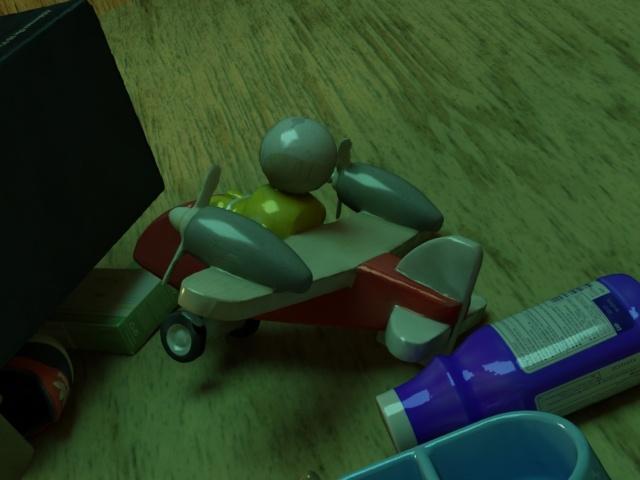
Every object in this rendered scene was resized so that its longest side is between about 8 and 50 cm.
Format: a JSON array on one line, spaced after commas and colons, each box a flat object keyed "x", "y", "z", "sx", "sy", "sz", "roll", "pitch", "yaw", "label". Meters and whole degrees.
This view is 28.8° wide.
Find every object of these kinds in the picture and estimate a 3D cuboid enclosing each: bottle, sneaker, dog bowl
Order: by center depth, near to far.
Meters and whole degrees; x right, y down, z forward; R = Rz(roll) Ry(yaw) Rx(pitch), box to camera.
[{"x": 0.111, "y": 0.241, "z": 1.077, "sx": 0.297, "sy": 0.074, "sz": 0.166, "roll": -21, "pitch": 27, "yaw": -2, "label": "dog bowl"}, {"x": 0.194, "y": 0.127, "z": 1.205, "sx": 0.282, "sy": 0.092, "sz": 0.118, "roll": -23, "pitch": 27, "yaw": -4, "label": "bottle"}, {"x": -0.458, "y": 0.214, "z": 1.447, "sx": 0.350, "sy": 0.131, "sz": 0.148, "roll": -23, "pitch": 23, "yaw": -5, "label": "sneaker"}]

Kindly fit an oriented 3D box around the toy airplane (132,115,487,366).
[{"x": 0.000, "y": 0.000, "z": 1.370, "sx": 0.384, "sy": 0.273, "sz": 0.386, "roll": -6, "pitch": 10, "yaw": -14, "label": "toy airplane"}]

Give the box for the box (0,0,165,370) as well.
[{"x": -0.531, "y": -0.048, "z": 1.537, "sx": 0.471, "sy": 0.297, "sz": 0.480, "roll": -8, "pitch": 27, "yaw": 27, "label": "box"}]

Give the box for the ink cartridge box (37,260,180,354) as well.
[{"x": -0.254, "y": 0.059, "z": 1.679, "sx": 0.171, "sy": 0.056, "sz": 0.235, "roll": 1, "pitch": 36, "yaw": 36, "label": "ink cartridge box"}]

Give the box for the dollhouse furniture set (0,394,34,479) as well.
[{"x": -0.469, "y": 0.263, "z": 1.309, "sx": 0.301, "sy": 0.151, "sz": 0.198, "roll": -8, "pitch": 43, "yaw": 29, "label": "dollhouse furniture set"}]

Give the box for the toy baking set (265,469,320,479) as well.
[{"x": -0.073, "y": 0.306, "z": 1.039, "sx": 0.256, "sy": 0.030, "sz": 0.197, "roll": -54, "pitch": 17, "yaw": -5, "label": "toy baking set"}]
